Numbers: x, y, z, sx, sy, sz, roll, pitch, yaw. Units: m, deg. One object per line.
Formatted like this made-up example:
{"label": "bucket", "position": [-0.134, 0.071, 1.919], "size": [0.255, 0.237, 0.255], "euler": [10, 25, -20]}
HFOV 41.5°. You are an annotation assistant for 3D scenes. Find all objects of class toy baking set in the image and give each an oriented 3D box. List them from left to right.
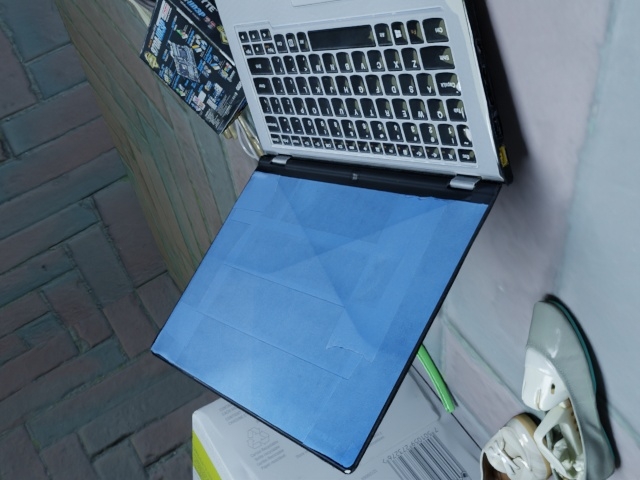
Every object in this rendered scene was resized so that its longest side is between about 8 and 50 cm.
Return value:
{"label": "toy baking set", "position": [-0.155, -0.233, 1.409], "size": [0.256, 0.030, 0.197], "euler": [43, 160, 48]}

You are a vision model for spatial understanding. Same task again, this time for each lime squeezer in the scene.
{"label": "lime squeezer", "position": [0.079, 0.119, 1.182], "size": [0.310, 0.110, 0.059], "euler": [31, 148, -6]}

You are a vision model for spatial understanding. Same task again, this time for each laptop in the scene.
{"label": "laptop", "position": [-0.050, -0.078, 0.775], "size": [0.382, 0.236, 0.408], "euler": [14, 127, 54]}

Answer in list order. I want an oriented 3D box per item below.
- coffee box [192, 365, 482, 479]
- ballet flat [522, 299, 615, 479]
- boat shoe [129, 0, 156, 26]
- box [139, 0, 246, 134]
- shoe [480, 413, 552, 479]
{"label": "coffee box", "position": [0.025, 0.400, 1.299], "size": [0.338, 0.337, 0.334], "euler": [50, 150, 31]}
{"label": "ballet flat", "position": [0.231, 0.159, 0.814], "size": [0.072, 0.068, 0.213], "euler": [29, 145, 62]}
{"label": "boat shoe", "position": [-0.287, -0.429, 1.343], "size": [0.285, 0.102, 0.092], "euler": [50, 157, 20]}
{"label": "box", "position": [-0.170, -0.261, 1.219], "size": [0.175, 0.051, 0.220], "euler": [44, 158, -5]}
{"label": "shoe", "position": [0.235, 0.279, 1.037], "size": [0.076, 0.058, 0.219], "euler": [52, 163, 28]}
